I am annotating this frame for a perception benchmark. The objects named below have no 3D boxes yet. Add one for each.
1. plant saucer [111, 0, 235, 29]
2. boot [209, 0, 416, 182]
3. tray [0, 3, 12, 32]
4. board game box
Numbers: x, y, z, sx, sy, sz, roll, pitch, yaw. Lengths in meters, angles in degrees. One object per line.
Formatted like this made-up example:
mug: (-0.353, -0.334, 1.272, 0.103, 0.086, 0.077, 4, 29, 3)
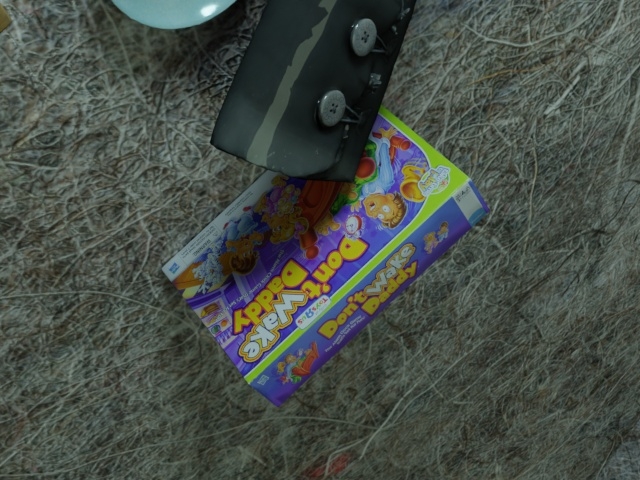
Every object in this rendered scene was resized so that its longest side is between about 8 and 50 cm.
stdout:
plant saucer: (-0.143, -0.310, 1.049, 0.195, 0.037, 0.195, -21, 134, -24)
boot: (-0.015, -0.289, 1.048, 0.367, 0.146, 0.445, 13, 108, -47)
tray: (-0.451, -0.119, 0.825, 0.411, 0.076, 0.203, -54, 144, -22)
board game box: (0.000, 0.000, 1.279, 0.347, 0.233, 0.078, -43, 140, -2)
